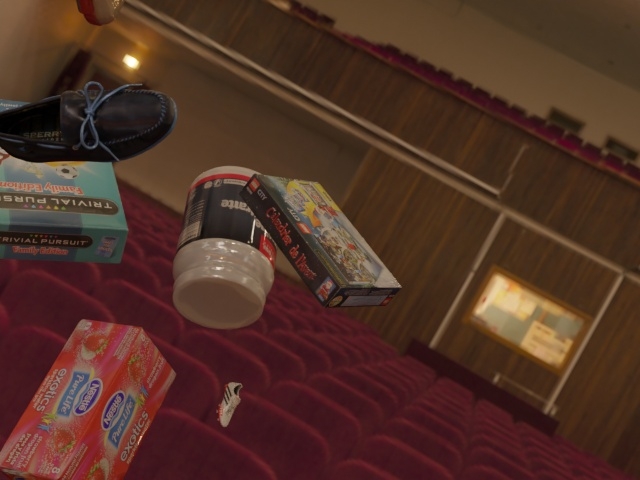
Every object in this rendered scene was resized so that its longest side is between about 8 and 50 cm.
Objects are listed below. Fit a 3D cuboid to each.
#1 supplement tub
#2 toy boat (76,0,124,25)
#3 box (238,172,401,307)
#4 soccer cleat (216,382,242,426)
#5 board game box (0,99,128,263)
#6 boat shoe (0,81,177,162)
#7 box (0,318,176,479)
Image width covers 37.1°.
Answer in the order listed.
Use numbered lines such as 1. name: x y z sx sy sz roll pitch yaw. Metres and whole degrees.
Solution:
1. supplement tub: -0.177 0.012 1.819 0.191 0.272 0.191 3 -39 2
2. toy boat: -0.487 -0.554 1.993 0.151 0.231 0.151 3 -48 5
3. box: 0.000 0.000 1.422 0.159 0.044 0.233 3 43 -52
4. soccer cleat: -0.159 0.289 1.687 0.036 0.083 0.029 -11 -39 29
5. board game box: -0.474 -0.106 1.579 0.254 0.079 0.336 3 40 -26
6. boat shoe: -0.318 -0.147 1.256 0.258 0.109 0.089 -13 -18 14
7. box: -0.333 0.255 1.382 0.123 0.256 0.128 4 -40 27
